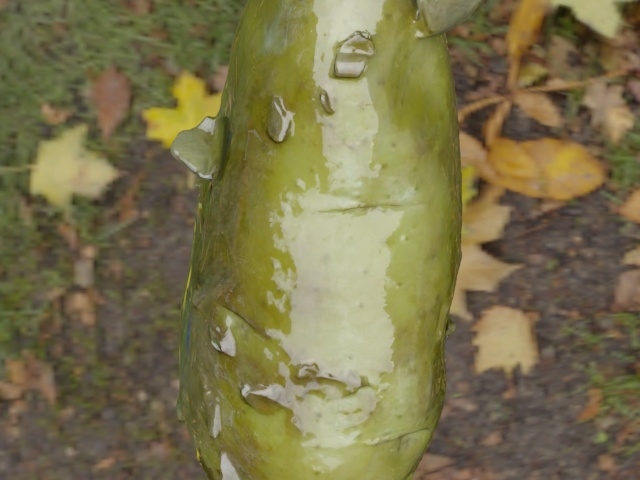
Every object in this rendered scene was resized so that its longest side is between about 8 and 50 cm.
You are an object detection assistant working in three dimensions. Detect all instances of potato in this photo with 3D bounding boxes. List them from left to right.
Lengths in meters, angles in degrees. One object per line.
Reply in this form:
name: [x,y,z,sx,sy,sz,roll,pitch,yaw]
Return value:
potato: [0.000,0.000,0.593,0.117,0.090,0.225,47,138,49]
